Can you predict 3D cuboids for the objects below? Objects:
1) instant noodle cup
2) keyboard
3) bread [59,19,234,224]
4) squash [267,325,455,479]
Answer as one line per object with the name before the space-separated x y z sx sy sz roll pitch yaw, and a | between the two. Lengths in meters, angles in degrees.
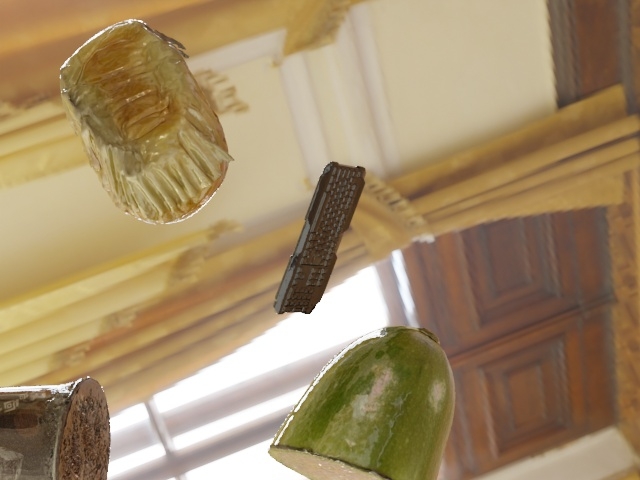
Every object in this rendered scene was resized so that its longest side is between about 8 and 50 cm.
instant noodle cup | -0.416 0.290 1.457 0.217 0.207 0.217 1 -90 -82
keyboard | 0.000 0.000 1.692 0.016 0.106 0.262 32 107 37
bread | -0.293 -0.191 1.745 0.389 0.236 0.183 63 -179 42
squash | 0.094 0.286 1.901 0.310 0.310 0.309 91 -163 -70
